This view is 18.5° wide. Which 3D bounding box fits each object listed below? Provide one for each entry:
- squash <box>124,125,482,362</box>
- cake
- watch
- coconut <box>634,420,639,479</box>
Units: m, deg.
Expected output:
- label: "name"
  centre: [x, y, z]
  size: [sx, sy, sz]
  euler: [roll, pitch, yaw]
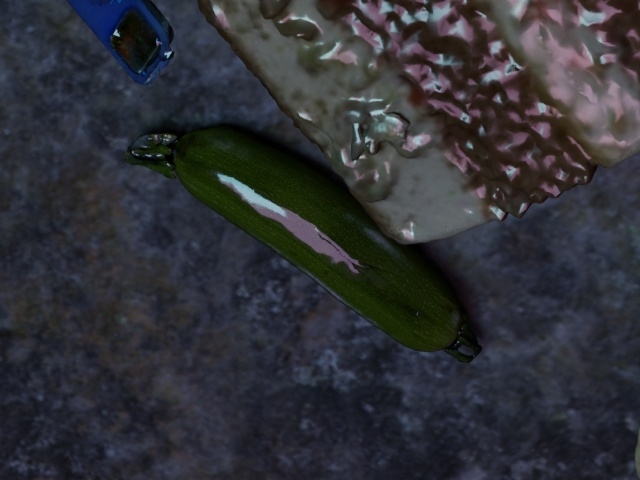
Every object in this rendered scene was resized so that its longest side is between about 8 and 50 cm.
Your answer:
- label: "squash"
  centre: [0.001, -0.002, 1.487]
  size: [0.318, 0.071, 0.080]
  euler: [33, 120, -8]
- label: "cake"
  centre: [0.111, -0.170, 1.256]
  size: [0.290, 0.282, 0.256]
  euler: [-31, 106, 26]
- label: "watch"
  centre: [-0.125, -0.225, 1.347]
  size: [0.274, 0.276, 0.068]
  euler: [46, 113, 13]
- label: "coconut"
  centre: [0.365, 0.126, 1.349]
  size: [0.328, 0.329, 0.329]
  euler: [4, 119, 8]
